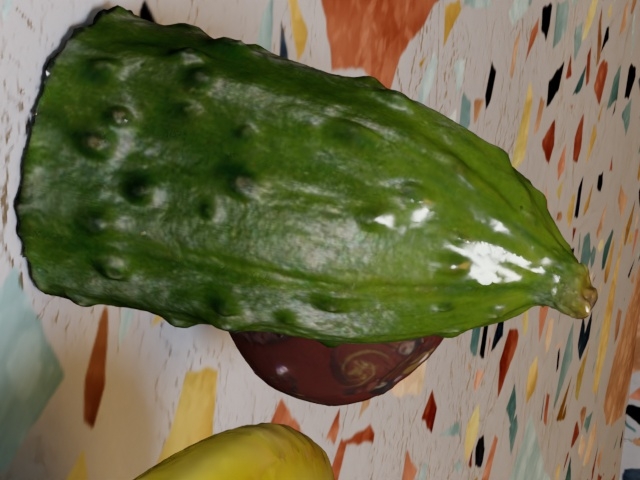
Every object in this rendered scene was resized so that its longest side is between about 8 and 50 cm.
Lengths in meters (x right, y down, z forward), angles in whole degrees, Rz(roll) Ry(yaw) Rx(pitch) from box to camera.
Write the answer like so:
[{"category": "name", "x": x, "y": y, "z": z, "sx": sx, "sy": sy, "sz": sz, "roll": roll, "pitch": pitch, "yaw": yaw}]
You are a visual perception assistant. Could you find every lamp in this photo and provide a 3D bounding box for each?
[{"category": "lamp", "x": 0.001, "y": 0.004, "z": 0.877, "sx": 0.135, "sy": 0.157, "sz": 0.156, "roll": 26, "pitch": 30, "yaw": -34}]

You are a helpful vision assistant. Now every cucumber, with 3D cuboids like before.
[{"category": "cucumber", "x": 0.001, "y": -0.011, "z": 0.720, "sx": 0.134, "sy": 0.244, "sz": 0.134, "roll": -46, "pitch": 144, "yaw": -48}]

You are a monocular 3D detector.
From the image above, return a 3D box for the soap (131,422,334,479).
[{"category": "soap", "x": -0.125, "y": 0.252, "z": 0.662, "sx": 0.427, "sy": 0.115, "sz": 0.306, "roll": -57, "pitch": 162, "yaw": -8}]
